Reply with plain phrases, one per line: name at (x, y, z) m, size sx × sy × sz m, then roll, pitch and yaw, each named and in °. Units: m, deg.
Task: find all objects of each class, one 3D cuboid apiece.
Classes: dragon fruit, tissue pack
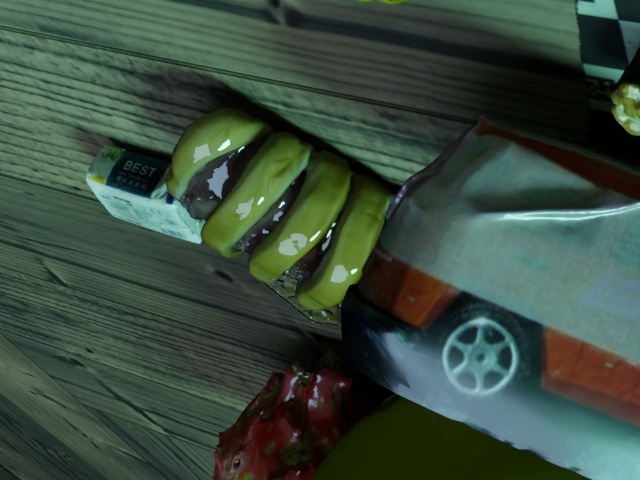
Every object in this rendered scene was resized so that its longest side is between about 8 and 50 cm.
dragon fruit at (-0.005, 0.217, 1.281) m, size 0.205 × 0.210 × 0.268 m, roll 2°, pitch 115°, yaw 7°
tissue pack at (-0.126, -0.035, 1.035) m, size 0.083 × 0.042 × 0.062 m, roll 16°, pitch 158°, yaw 27°

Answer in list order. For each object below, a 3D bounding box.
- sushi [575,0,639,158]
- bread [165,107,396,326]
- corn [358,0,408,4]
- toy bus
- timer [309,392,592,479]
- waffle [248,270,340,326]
sushi at (0.193, -0.056, 0.607) m, size 0.193 × 0.040 × 0.210 m, roll 19°, pitch 158°, yaw 20°
bread at (0.000, 0.000, 0.915) m, size 0.225 × 0.081 × 0.134 m, roll 28°, pitch 161°, yaw -6°
corn at (0.070, -0.155, 0.438) m, size 0.101 × 0.101 × 0.292 m, roll 34°, pitch 160°, yaw -18°
toy bus at (0.170, 0.046, 0.698) m, size 0.303 × 0.147 × 0.127 m, roll 24°, pitch -173°, yaw 1°
timer at (0.164, 0.256, 1.034) m, size 0.376 × 0.376 × 0.387 m, roll 10°, pitch -164°, yaw 37°
waffle at (0.011, 0.039, 1.082) m, size 0.092 × 0.021 × 0.135 m, roll 41°, pitch 156°, yaw -31°
